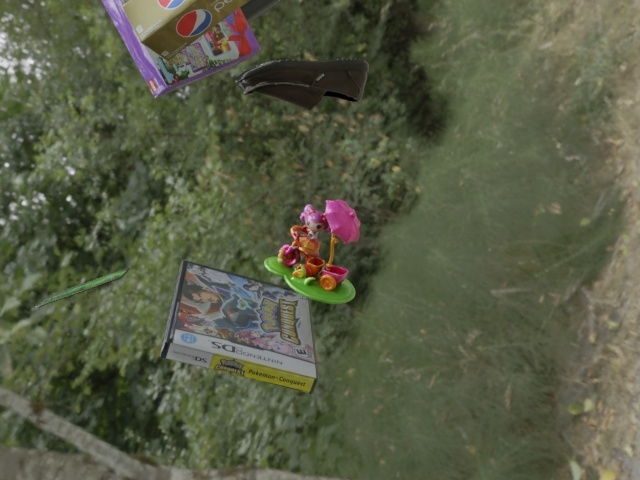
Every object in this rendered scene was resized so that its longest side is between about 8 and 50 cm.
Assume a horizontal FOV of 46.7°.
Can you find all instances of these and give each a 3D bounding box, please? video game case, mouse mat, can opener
[{"bbox_3d":[-0.132,0.138,1.262,0.275,0.248,0.035,-98,26,-63],"label":"video game case"},{"bbox_3d":[-0.517,0.101,1.623,0.152,0.190,0.007,-140,32,-80],"label":"mouse mat"},{"bbox_3d":[-0.129,-0.524,1.569,0.280,0.093,0.074,-46,15,-18],"label":"can opener"}]

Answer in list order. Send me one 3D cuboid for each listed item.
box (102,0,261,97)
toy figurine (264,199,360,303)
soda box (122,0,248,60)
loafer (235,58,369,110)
[{"bbox_3d":[-0.247,-0.399,1.186,0.201,0.293,0.057,-33,9,-36],"label":"box"},{"bbox_3d":[0.000,0.000,1.274,0.130,0.173,0.159,-33,-37,-62],"label":"toy figurine"},{"bbox_3d":[-0.134,-0.291,0.858,0.181,0.058,0.061,-33,-17,12],"label":"soda box"},{"bbox_3d":[-0.025,-0.247,1.189,0.080,0.220,0.078,-157,62,-78],"label":"loafer"}]
